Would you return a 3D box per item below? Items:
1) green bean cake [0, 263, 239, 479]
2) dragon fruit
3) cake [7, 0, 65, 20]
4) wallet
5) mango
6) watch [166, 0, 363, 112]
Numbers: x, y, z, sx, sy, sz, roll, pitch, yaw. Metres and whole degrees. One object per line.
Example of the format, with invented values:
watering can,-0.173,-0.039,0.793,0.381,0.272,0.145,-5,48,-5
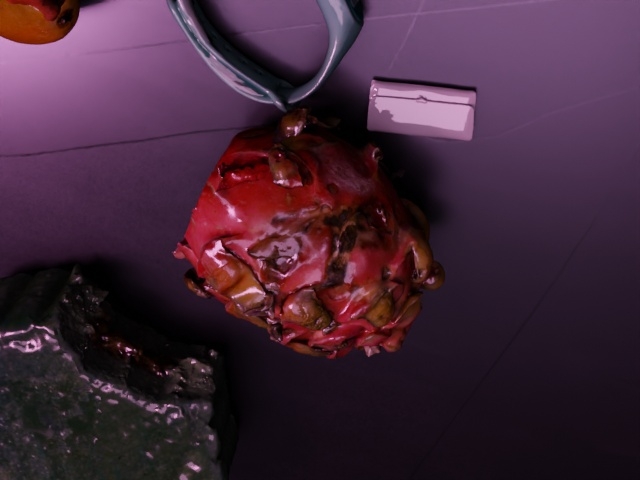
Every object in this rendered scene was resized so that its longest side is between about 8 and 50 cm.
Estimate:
green bean cake,-0.271,0.184,1.670,0.308,0.169,0.300,-5,116,10
dragon fruit,0.000,0.000,1.502,0.291,0.250,0.269,27,98,2
cake,-0.276,-0.422,1.296,0.270,0.319,0.269,36,112,-15
wallet,0.116,-0.149,1.531,0.122,0.025,0.061,7,109,6
mango,-0.369,-0.314,1.470,0.253,0.138,0.113,45,71,-1
watch,-0.059,-0.259,1.480,0.195,0.068,0.237,-23,109,19
